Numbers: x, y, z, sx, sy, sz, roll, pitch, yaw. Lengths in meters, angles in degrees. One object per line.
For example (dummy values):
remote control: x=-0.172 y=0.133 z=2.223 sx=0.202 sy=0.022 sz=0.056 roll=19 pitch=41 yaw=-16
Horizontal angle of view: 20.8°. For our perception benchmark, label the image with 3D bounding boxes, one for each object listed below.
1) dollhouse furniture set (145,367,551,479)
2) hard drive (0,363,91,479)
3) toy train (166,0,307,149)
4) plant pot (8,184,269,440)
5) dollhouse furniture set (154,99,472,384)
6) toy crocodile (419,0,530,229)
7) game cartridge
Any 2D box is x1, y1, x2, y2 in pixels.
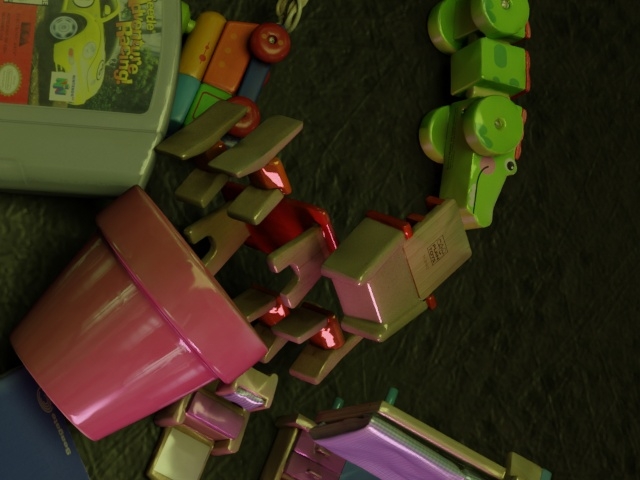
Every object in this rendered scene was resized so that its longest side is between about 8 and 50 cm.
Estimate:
dollhouse furniture set: x=0.010 y=0.250 z=1.635 sx=0.286 sy=0.303 sz=0.198 roll=31 pitch=67 yaw=-21
hard drive: x=-0.287 y=0.242 z=1.508 sx=0.210 sy=0.040 sz=0.318 roll=67 pitch=19 yaw=-3
toy train: x=-0.106 y=-0.211 z=1.775 sx=0.143 sy=0.105 sz=0.248 roll=24 pitch=70 yaw=-9
plant pot: x=-0.176 y=0.080 z=1.604 sx=0.180 sy=0.201 sz=0.201 roll=-39 pitch=102 yaw=-3
dollhouse furniture set: x=0.000 y=0.000 z=1.667 sx=0.135 sy=0.259 sz=0.262 roll=-42 pitch=130 yaw=-29
toy crocodile: x=0.184 y=-0.175 z=1.913 sx=0.105 sy=0.115 sz=0.340 roll=13 pitch=75 yaw=-27
game cartridge: x=-0.232 y=-0.187 z=1.679 sx=0.196 sy=0.060 sz=0.294 roll=4 pitch=79 yaw=-7
